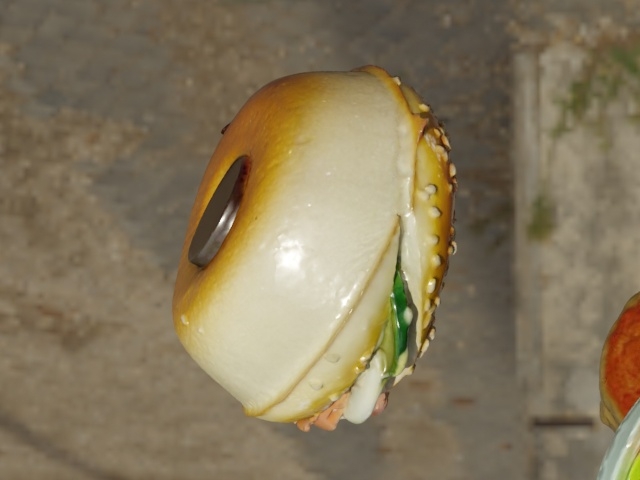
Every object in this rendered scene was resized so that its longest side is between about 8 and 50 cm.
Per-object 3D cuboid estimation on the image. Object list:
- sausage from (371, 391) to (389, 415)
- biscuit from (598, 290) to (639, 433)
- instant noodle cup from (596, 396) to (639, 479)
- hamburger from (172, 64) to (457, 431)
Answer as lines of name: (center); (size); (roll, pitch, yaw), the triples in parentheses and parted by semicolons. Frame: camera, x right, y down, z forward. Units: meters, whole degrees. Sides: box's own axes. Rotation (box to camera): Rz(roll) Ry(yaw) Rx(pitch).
sausage: (-0.012, 0.119, 1.484); (0.147, 0.030, 0.035); (7, 158, 26)
biscuit: (0.398, 0.168, 1.360); (0.394, 0.368, 0.076); (4, 153, 14)
instant noodle cup: (0.284, 0.138, 0.664); (0.294, 0.294, 0.308); (7, -177, -12)
hamburger: (-0.002, 0.001, 1.110); (0.147, 0.237, 0.237); (21, 153, -18)
